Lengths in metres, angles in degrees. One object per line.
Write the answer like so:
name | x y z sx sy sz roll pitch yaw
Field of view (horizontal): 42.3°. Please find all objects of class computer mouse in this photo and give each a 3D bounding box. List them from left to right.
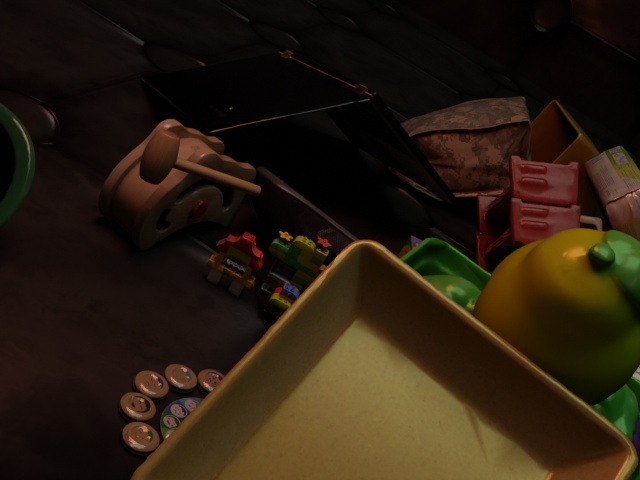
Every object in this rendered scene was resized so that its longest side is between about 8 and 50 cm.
computer mouse | 0.000 0.000 1.175 0.272 0.072 0.188 37 3 -1

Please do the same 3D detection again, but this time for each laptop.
laptop | -0.043 -0.176 1.412 0.408 0.236 0.382 46 -2 -34

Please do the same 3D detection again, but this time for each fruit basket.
fruit basket | 0.237 0.114 0.914 0.392 0.392 0.283 37 27 13

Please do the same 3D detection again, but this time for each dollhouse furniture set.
dollhouse furniture set | 0.467 -0.019 1.410 0.374 0.201 0.152 7 73 -7

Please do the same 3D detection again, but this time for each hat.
hat | -0.405 -0.062 0.955 0.173 0.183 0.208 21 69 -4

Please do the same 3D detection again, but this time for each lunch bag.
lunch bag | 0.277 -0.184 1.668 0.287 0.169 0.235 -3 20 12

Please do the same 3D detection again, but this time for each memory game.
memory game | -0.111 0.190 0.822 0.186 0.012 0.186 23 27 -13

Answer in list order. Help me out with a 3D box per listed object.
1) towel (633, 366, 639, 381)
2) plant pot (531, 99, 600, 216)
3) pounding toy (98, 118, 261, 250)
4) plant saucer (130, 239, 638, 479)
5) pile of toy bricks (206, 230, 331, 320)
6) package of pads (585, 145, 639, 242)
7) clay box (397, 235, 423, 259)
towel | 0.381 0.189 1.170 0.282 0.049 0.187 -23 54 -29
plant pot | 0.551 -0.155 1.888 0.187 0.212 0.212 32 25 -19
pounding toy | -0.166 -0.047 1.051 0.155 0.154 0.269 39 9 18
plant saucer | 0.060 0.213 0.741 0.333 0.081 0.333 38 62 11
pile of toy bricks | -0.027 0.038 1.066 0.212 0.105 0.118 29 26 -3
package of pads | 0.651 -0.019 1.707 0.296 0.101 0.229 60 18 -22
clay box | 0.187 0.087 1.253 0.127 0.053 0.222 24 26 -11
